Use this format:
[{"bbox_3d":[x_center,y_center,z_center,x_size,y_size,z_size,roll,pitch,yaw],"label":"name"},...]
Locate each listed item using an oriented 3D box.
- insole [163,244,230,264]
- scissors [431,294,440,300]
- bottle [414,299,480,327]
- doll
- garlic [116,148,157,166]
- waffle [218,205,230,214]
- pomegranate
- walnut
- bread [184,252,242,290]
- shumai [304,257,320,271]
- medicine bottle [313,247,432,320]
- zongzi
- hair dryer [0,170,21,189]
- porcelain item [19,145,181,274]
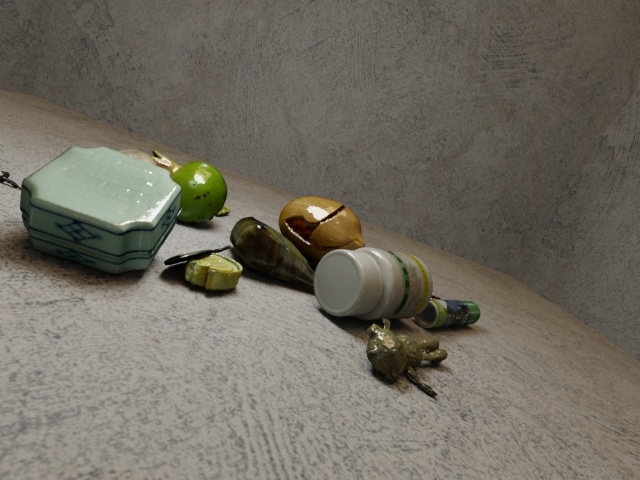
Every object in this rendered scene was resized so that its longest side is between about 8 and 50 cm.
[{"bbox_3d":[-0.318,0.036,1.120,0.110,0.012,0.309,-21,0,13],"label":"insole"},{"bbox_3d":[0.420,0.243,1.658,0.247,0.017,0.144,11,15,-35],"label":"scissors"},{"bbox_3d":[0.447,0.252,1.468,0.330,0.093,0.093,10,16,-46],"label":"bottle"},{"bbox_3d":[0.207,0.260,1.021,0.203,0.091,0.286,57,30,6],"label":"doll"},{"bbox_3d":[-0.599,-0.142,1.298,0.232,0.245,0.340,64,-8,-4],"label":"garlic"},{"bbox_3d":[-0.471,-0.147,1.782,0.169,0.036,0.183,22,11,10],"label":"waffle"},{"bbox_3d":[-0.472,-0.198,1.485,0.302,0.236,0.236,47,4,-17],"label":"pomegranate"},{"bbox_3d":[0.009,-0.034,1.325,0.297,0.203,0.203,19,10,22],"label":"walnut"},{"bbox_3d":[-0.267,0.080,1.046,0.117,0.064,0.156,22,12,25],"label":"bread"},{"bbox_3d":[-0.001,0.002,1.517,0.189,0.218,0.256,31,9,-17],"label":"shumai"},{"bbox_3d":[0.157,0.127,1.232,0.339,0.208,0.208,9,17,-47],"label":"medicine bottle"},{"bbox_3d":[-0.136,0.047,1.327,0.300,0.138,0.286,32,0,-19],"label":"zongzi"},{"bbox_3d":[-0.873,-0.162,1.172,0.083,0.031,0.079,29,22,-4],"label":"hair dryer"},{"bbox_3d":[-0.484,-0.071,0.967,0.285,0.157,0.281,19,33,-9],"label":"porcelain item"}]
